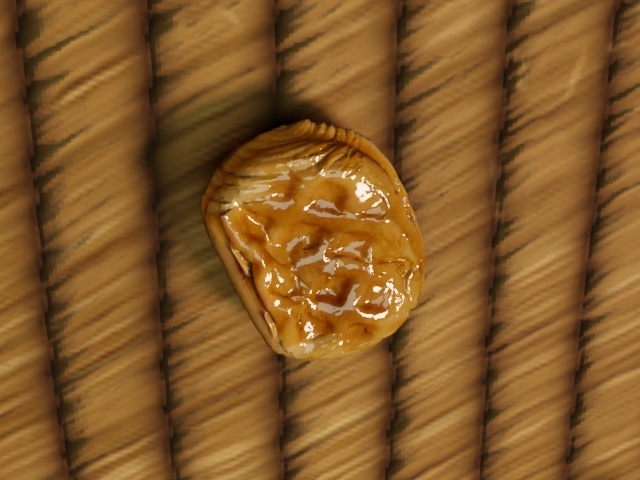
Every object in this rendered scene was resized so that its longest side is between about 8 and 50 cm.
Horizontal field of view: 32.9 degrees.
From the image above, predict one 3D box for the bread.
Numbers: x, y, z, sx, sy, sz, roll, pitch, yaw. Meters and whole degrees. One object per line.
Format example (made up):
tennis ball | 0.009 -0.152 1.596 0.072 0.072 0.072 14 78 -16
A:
bread | 0.000 0.000 0.462 0.083 0.044 0.110 -27 117 0
